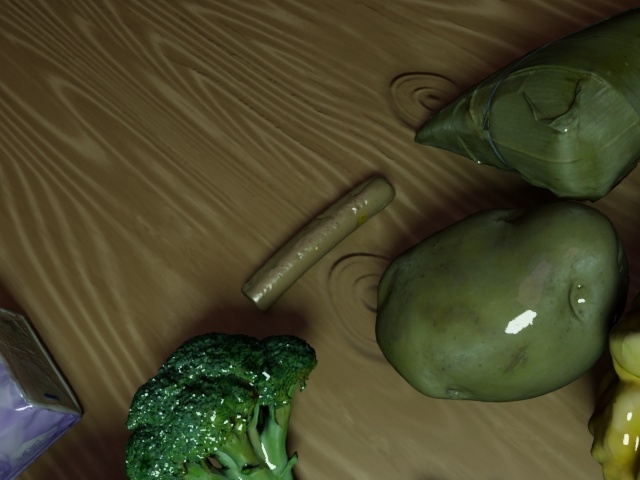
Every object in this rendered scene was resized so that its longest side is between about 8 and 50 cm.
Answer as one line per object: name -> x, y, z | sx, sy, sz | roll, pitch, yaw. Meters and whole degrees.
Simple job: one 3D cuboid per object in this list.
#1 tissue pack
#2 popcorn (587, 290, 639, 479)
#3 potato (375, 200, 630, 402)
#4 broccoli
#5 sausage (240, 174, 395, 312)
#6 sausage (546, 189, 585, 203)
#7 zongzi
tissue pack -> -0.582, 0.290, 0.834 | 0.338, 0.160, 0.242 | -43, 64, -9
popcorn -> 0.471, 0.177, 0.542 | 0.389, 0.344, 0.354 | -1, 61, 5
potato -> 0.217, 0.082, 0.688 | 0.326, 0.221, 0.243 | -26, 30, 24
broccoli -> -0.106, 0.244, 0.729 | 0.268, 0.254, 0.269 | 3, 104, 13
sausage -> -0.002, -0.001, 0.888 | 0.301, 0.066, 0.066 | -41, 64, -9
sausage -> 0.470, -0.217, 0.865 | 0.087, 0.088, 0.433 | 27, 76, 22
zongzi -> 0.362, -0.223, 0.801 | 0.356, 0.174, 0.393 | -33, 21, -9
